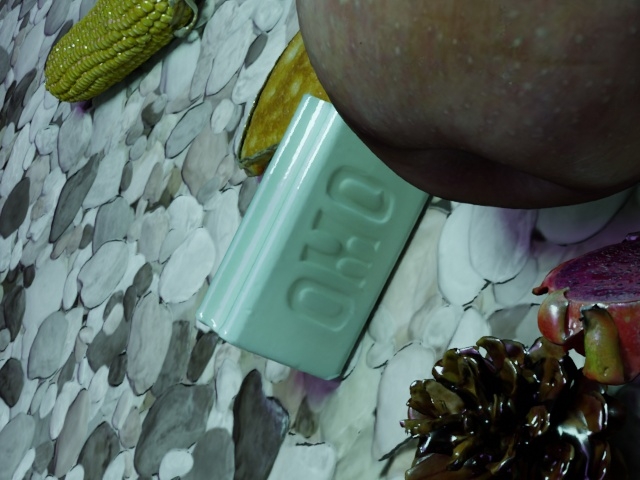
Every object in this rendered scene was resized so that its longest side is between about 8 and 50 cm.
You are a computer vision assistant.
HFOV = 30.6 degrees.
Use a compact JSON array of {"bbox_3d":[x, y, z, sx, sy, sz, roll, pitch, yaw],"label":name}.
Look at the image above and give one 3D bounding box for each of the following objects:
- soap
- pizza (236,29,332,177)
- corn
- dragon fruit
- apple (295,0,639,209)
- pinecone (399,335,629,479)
[{"bbox_3d":[0.000,0.000,0.919,0.066,0.119,0.198,30,95,57],"label":"soap"},{"bbox_3d":[0.000,-0.141,1.085,0.176,0.036,0.184,10,76,54],"label":"pizza"},{"bbox_3d":[-0.248,-0.253,1.445,0.293,0.106,0.106,-28,48,47],"label":"corn"},{"bbox_3d":[0.186,0.042,0.677,0.112,0.126,0.068,4,115,48],"label":"dragon fruit"},{"bbox_3d":[0.118,-0.147,0.696,0.306,0.306,0.235,5,76,55],"label":"apple"},{"bbox_3d":[0.110,0.116,0.696,0.140,0.121,0.140,-27,46,32],"label":"pinecone"}]
